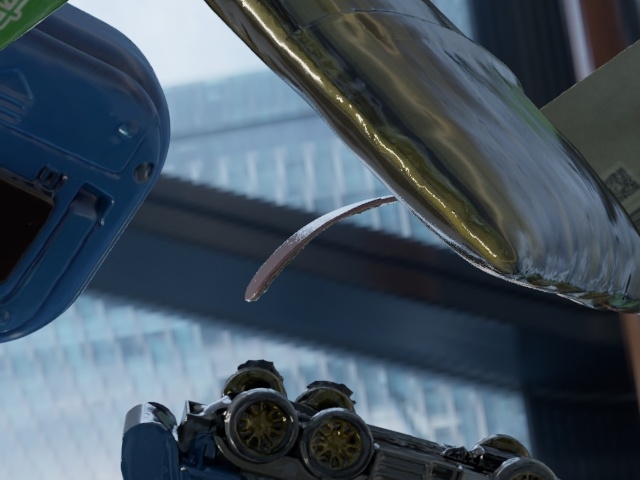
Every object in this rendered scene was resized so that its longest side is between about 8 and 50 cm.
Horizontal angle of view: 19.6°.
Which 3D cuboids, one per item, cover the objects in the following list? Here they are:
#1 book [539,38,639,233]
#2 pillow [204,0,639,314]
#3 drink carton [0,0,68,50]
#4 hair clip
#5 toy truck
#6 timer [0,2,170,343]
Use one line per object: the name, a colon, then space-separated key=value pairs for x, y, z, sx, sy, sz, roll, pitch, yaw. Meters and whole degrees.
book: x=0.284 y=-0.091 z=1.375 sx=0.025 sy=0.282 sz=0.215 roll=57 pitch=179 yaw=-43
pillow: x=0.031 y=-0.056 z=0.650 sx=0.208 sy=0.052 sz=0.212 roll=48 pitch=-168 yaw=20
drink carton: x=-0.229 y=-0.146 z=0.918 sx=0.161 sy=0.271 sz=0.108 roll=53 pitch=180 yaw=-39
hair clip: x=-0.001 y=-0.001 z=1.345 sx=0.022 sy=0.137 sz=0.054 roll=56 pitch=175 yaw=-7
toy truck: x=0.016 y=0.209 z=1.492 sx=0.146 sy=0.367 sz=0.175 roll=-125 pitch=50 yaw=-84
timer: x=-0.308 y=-0.071 z=1.520 sx=0.340 sy=0.309 sz=0.115 roll=26 pitch=-160 yaw=-28
